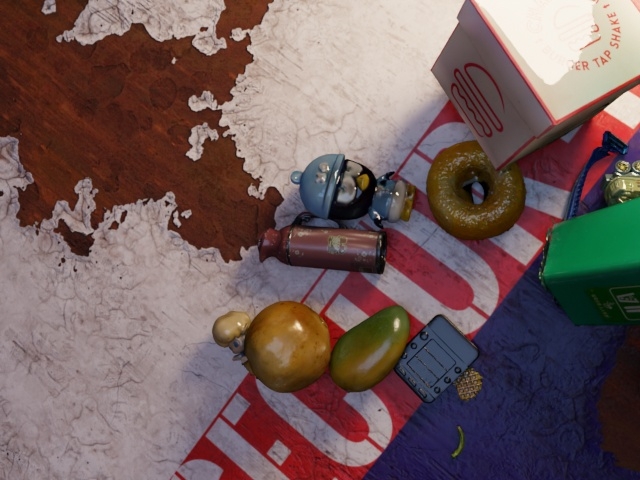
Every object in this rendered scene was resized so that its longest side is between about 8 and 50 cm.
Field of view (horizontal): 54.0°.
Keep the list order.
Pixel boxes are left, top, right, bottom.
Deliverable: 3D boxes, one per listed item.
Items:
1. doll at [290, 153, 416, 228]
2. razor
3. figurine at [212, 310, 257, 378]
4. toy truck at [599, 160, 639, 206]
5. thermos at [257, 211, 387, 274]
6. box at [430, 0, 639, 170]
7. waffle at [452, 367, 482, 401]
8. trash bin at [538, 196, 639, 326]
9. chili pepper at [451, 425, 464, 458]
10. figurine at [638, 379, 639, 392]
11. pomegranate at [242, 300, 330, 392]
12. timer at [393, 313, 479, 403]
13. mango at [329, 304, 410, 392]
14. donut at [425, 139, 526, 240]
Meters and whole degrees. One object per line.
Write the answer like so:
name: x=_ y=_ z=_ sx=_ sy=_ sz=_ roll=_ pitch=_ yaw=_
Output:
doll: x=0.077 y=-0.126 z=1.564 sx=0.314 sy=0.141 sz=0.177 roll=12 pitch=66 yaw=8
razor: x=0.608 y=-0.097 z=1.476 sx=0.056 sy=0.093 sz=0.324 roll=36 pitch=105 yaw=53
figurine: x=-0.207 y=0.280 z=1.655 sx=0.108 sy=0.114 sz=0.196 roll=-30 pitch=93 yaw=-12
toy truck: x=0.728 y=-0.106 z=1.391 sx=0.191 sy=0.085 sz=0.116 roll=3 pitch=60 yaw=5
thermos: x=-0.002 y=0.004 z=1.594 sx=0.331 sy=0.109 sz=0.136 roll=5 pitch=104 yaw=15
box: x=0.468 y=-0.378 z=1.343 sx=0.314 sy=0.300 sz=0.312 roll=-29 pitch=81 yaw=-13
waffle: x=0.355 y=0.348 z=1.547 sx=0.085 sy=0.016 sz=0.078 roll=44 pitch=95 yaw=11
trash bin: x=0.675 y=0.025 z=1.282 sx=0.381 sy=0.295 sz=0.259 roll=-14 pitch=128 yaw=42
chili pepper: x=0.339 y=0.499 z=1.547 sx=0.030 sy=0.017 sz=0.083 roll=17 pitch=94 yaw=16
figurine: x=0.812 y=0.289 z=1.261 sx=0.253 sy=0.361 sz=0.211 roll=-46 pitch=69 yaw=9
pomegranate: x=-0.079 y=0.258 z=1.549 sx=0.233 sy=0.233 sz=0.233 roll=0 pitch=89 yaw=14
timer: x=0.281 y=0.290 z=1.549 sx=0.187 sy=0.055 sz=0.144 roll=-45 pitch=75 yaw=5
mango: x=0.127 y=0.268 z=1.549 sx=0.251 sy=0.114 sz=0.156 roll=-40 pitch=36 yaw=7
donut: x=0.369 y=-0.125 z=1.510 sx=0.254 sy=0.118 sz=0.253 roll=-6 pitch=74 yaw=19
